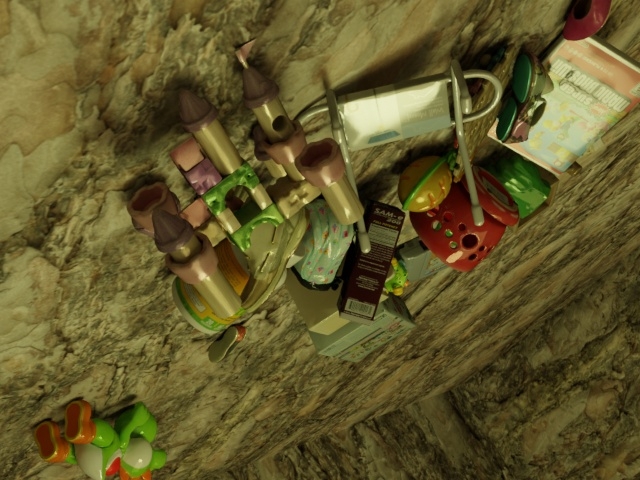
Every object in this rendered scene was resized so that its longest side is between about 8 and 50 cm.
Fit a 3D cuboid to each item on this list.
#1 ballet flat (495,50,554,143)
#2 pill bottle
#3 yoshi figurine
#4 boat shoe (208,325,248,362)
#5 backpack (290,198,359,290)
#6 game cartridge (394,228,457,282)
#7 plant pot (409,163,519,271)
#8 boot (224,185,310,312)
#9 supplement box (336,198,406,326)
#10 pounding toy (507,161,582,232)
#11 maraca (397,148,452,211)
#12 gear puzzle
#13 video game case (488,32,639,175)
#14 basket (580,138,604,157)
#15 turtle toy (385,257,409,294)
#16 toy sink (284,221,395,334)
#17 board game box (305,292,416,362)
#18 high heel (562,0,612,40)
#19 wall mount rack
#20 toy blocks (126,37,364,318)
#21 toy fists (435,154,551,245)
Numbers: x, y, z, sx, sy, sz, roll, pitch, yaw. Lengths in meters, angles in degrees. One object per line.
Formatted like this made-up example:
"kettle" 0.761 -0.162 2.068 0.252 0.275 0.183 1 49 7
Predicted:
"ballet flat" 0.391 -0.268 1.595 0.079 0.077 0.221 -6 142 -10
"pill bottle" -0.152 0.059 1.618 0.246 0.136 0.136 -37 157 20
"yoshi figurine" -0.529 0.481 2.128 0.362 0.204 0.203 38 72 -52
"boat shoe" -0.228 0.254 2.085 0.043 0.049 0.137 -5 144 -49
"backpack" 0.000 0.000 1.676 0.115 0.152 0.182 -10 146 -30
"game cartridge" 0.330 0.016 2.219 0.297 0.062 0.198 -24 154 -11
"plant pot" 0.313 -0.057 1.815 0.174 0.191 0.191 -46 153 24
"boot" -0.135 0.008 1.471 0.165 0.077 0.213 24 104 -20
"supplement box" 0.101 0.042 1.738 0.130 0.073 0.239 -105 -148 -83
"pounding toy" 0.523 -0.146 2.051 0.206 0.094 0.181 -34 155 -11
"maraca" 0.220 -0.123 1.726 0.186 0.099 0.127 -42 170 -47
"gear puzzle" 0.286 -0.222 1.593 0.175 0.044 0.339 -54 163 -20
"video game case" 0.474 -0.263 1.641 0.204 0.025 0.285 27 134 -14
"basket" 0.521 -0.238 1.804 0.103 0.113 0.167 -33 157 16
"turtle toy" 0.171 0.086 2.126 0.066 0.095 0.130 -17 -172 -40
"toy sink" 0.058 0.085 1.911 0.234 0.152 0.131 -35 158 13
"board game box" 0.120 0.239 2.402 0.224 0.097 0.303 -32 157 12
"high heel" 0.437 -0.416 1.397 0.117 0.082 0.244 13 160 -13
"wall mount rack" 0.140 -0.138 1.393 0.350 0.130 0.304 -13 141 5
"toy blocks" -0.154 -0.107 1.217 0.289 0.309 0.260 -38 126 -8
"toy fists" 0.383 -0.088 1.950 0.142 0.096 0.279 27 129 -27
